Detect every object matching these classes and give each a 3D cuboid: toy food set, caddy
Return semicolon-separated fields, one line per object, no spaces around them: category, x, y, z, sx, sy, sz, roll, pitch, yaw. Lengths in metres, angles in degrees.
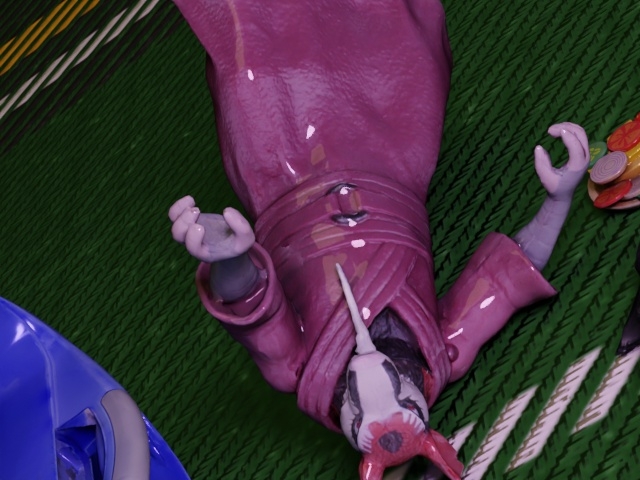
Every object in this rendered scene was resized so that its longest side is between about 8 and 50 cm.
toy food set;0.191;-0.049;1.037;0.082;0.020;0.083;-40;28;4
caddy;-0.159;0.161;0.956;0.179;0.241;0.341;-43;27;11

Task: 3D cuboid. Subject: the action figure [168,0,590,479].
action figure;0.000;0.000;1.033;0.275;0.248;0.370;120;148;-53

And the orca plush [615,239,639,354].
orca plush;0.220;0.021;0.807;0.151;0.102;0.287;-43;27;-1
